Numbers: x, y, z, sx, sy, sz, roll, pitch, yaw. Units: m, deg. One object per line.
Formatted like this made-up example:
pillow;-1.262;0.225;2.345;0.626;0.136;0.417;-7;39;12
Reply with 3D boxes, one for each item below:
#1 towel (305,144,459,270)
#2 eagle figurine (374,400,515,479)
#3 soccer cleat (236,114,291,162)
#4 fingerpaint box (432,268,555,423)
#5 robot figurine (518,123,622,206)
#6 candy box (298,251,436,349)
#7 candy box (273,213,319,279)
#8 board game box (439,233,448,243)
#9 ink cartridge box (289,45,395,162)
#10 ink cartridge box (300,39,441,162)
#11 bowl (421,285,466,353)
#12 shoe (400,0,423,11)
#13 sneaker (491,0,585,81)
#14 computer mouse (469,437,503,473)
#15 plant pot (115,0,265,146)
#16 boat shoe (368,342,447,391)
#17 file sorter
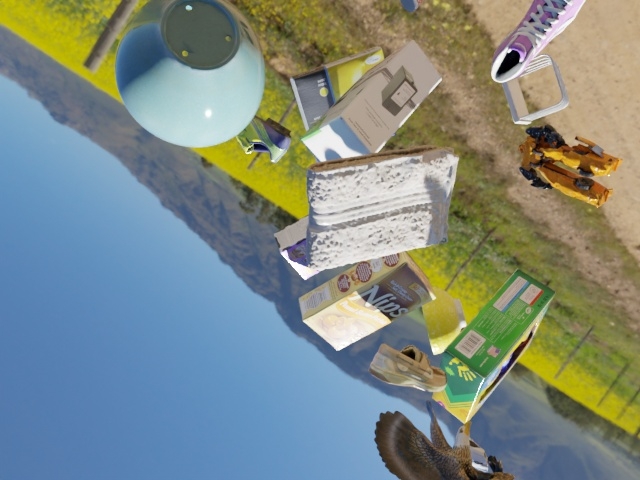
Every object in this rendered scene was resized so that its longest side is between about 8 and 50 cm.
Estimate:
towel;0.105;-0.055;0.891;0.282;0.187;0.049;-13;-148;-24
eagle figurine;0.303;0.530;1.303;0.298;0.225;0.226;15;144;47
soccer cleat;-0.217;-0.322;1.551;0.289;0.121;0.093;31;-172;20
fingerpaint box;0.610;0.380;1.905;0.163;0.444;0.371;36;150;28
robot figurine;0.712;-0.225;1.569;0.291;0.085;0.211;40;147;41
candy box;0.123;0.153;1.425;0.183;0.316;0.088;46;-159;-39
candy box;0.000;0.000;1.439;0.165;0.196;0.070;55;-172;-52
board game box;0.334;-0.021;2.124;0.305;0.053;0.193;-8;-162;4
ink cartridge box;0.089;-0.436;1.765;0.072;0.303;0.307;-121;11;-64
ink cartridge box;0.111;-0.293;1.199;0.115;0.273;0.198;47;157;-16
bowl;0.505;0.310;2.188;0.289;0.155;0.290;-13;-90;-79
shoe;0.238;-0.726;1.465;0.063;0.081;0.178;21;153;51
sneaker;0.476;-0.461;1.161;0.102;0.282;0.161;35;-138;3
computer mouse;0.426;0.597;1.461;0.193;0.042;0.106;23;132;65
plant pot;-0.229;-0.338;0.988;0.290;0.290;0.195;35;166;-12
boat shoe;0.256;0.342;1.462;0.302;0.098;0.109;21;179;-39
file sorter;0.769;-0.537;1.911;0.277;0.173;0.193;-20;-88;-60
